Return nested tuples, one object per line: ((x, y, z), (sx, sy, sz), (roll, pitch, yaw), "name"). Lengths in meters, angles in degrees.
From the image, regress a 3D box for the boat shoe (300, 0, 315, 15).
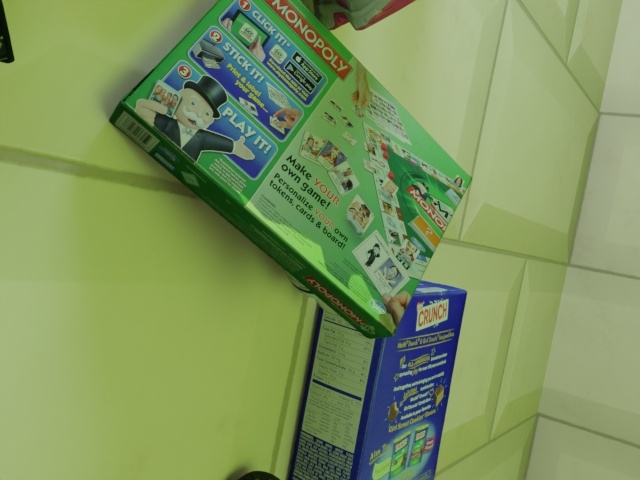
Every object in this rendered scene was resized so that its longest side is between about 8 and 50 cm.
((-0.039, -0.285, 0.650), (0.048, 0.056, 0.153), (-14, 123, -9), "boat shoe")

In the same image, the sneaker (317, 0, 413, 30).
((0.040, -0.279, 0.639), (0.103, 0.252, 0.111), (-32, 113, -13), "sneaker")

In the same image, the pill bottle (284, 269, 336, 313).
((0.000, 0.000, 0.746), (0.108, 0.108, 0.193), (-58, 143, -27), "pill bottle")

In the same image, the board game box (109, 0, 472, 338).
((-0.006, -0.084, 0.621), (0.317, 0.046, 0.213), (42, 60, -17), "board game box")

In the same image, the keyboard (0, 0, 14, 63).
((-0.220, -0.243, 0.338), (0.201, 0.033, 0.317), (-33, 142, -39), "keyboard")

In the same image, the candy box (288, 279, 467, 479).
((0.092, 0.216, 0.946), (0.268, 0.122, 0.317), (5, 97, -56), "candy box")

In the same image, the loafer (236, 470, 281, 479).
((-0.113, 0.370, 0.743), (0.220, 0.080, 0.078), (-57, 175, -31), "loafer")
